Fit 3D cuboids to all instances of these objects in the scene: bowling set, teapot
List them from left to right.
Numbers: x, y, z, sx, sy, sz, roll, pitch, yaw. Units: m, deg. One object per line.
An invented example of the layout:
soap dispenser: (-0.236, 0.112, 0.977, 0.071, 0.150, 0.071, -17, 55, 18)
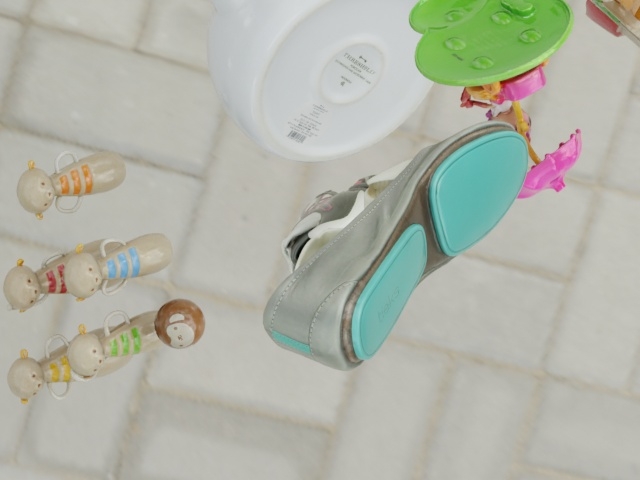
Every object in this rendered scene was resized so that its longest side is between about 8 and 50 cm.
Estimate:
bowling set: (-0.233, 0.058, 1.867, 0.154, 0.200, 0.287, -18, 117, -35)
teapot: (-0.009, -0.212, 1.723, 0.252, 0.187, 0.256, -20, 137, -19)

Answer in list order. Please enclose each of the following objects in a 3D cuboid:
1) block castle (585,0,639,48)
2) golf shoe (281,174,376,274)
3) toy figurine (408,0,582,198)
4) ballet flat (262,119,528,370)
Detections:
block castle: (0.385, -0.385, 1.978, 0.303, 0.453, 0.213, -47, 66, 10)
golf shoe: (0.000, 0.000, 1.940, 0.120, 0.273, 0.105, -24, 84, -24)
toy figurine: (0.151, -0.111, 1.450, 0.130, 0.173, 0.159, -30, 125, -12)
ballet flat: (0.040, -0.008, 0.967, 0.213, 0.068, 0.072, -46, 136, -42)
